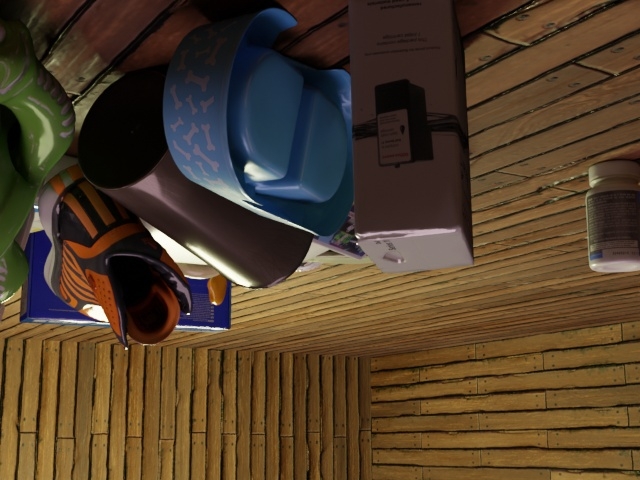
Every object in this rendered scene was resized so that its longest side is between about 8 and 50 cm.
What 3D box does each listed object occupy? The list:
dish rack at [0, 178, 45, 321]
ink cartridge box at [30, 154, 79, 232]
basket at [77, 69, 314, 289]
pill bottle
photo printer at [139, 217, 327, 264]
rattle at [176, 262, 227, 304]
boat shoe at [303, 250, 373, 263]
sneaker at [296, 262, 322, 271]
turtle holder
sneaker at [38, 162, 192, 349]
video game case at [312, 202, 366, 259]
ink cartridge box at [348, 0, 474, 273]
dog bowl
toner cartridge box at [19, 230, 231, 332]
[{"bbox_3d":[-0.438,0.015,1.067,0.332,0.286,0.072,-10,148,36],"label":"dish rack"},{"bbox_3d":[-0.417,-0.058,1.230,0.231,0.078,0.134,-10,166,36],"label":"ink cartridge box"},{"bbox_3d":[-0.130,-0.069,0.993,0.154,0.204,0.227,-37,148,13],"label":"basket"},{"bbox_3d":[0.389,-0.031,1.239,0.078,0.137,0.078,0,169,0],"label":"pill bottle"},{"bbox_3d":[-0.146,-0.034,1.281,0.307,0.107,0.256,6,166,-26],"label":"photo printer"},{"bbox_3d":[-0.234,0.022,1.456,0.199,0.130,0.143,2,157,-18],"label":"rattle"},{"bbox_3d":[0.013,-0.002,1.492,0.233,0.079,0.084,3,170,-3],"label":"boat shoe"},{"bbox_3d":[0.000,0.000,1.577,0.178,0.072,0.077,-11,154,10],"label":"sneaker"},{"bbox_3d":[-0.374,-0.062,0.852,0.320,0.243,0.227,1,155,40],"label":"turtle holder"},{"bbox_3d":[-0.232,0.061,1.088,0.124,0.180,0.321,-31,159,-16],"label":"sneaker"},{"bbox_3d":[0.066,-0.056,1.160,0.183,0.023,0.201,-42,154,15],"label":"video game case"},{"bbox_3d":[0.080,-0.087,0.803,0.086,0.208,0.153,-3,168,13],"label":"ink cartridge box"},{"bbox_3d":[-0.045,-0.102,0.872,0.074,0.166,0.297,6,172,24],"label":"dog bowl"},{"bbox_3d":[-0.324,0.066,1.605,0.347,0.165,0.075,7,167,-27],"label":"toner cartridge box"}]
